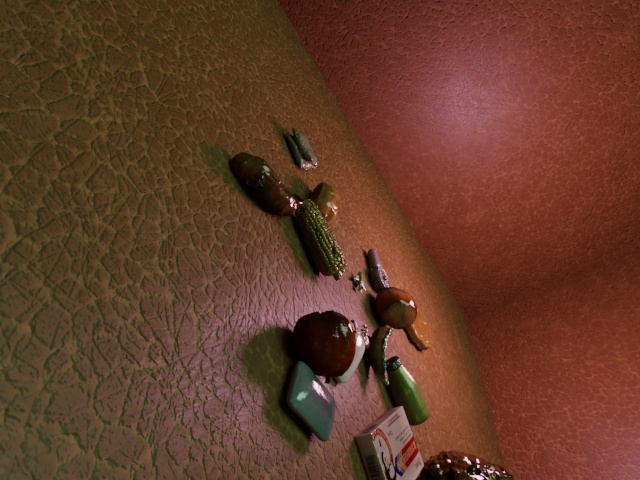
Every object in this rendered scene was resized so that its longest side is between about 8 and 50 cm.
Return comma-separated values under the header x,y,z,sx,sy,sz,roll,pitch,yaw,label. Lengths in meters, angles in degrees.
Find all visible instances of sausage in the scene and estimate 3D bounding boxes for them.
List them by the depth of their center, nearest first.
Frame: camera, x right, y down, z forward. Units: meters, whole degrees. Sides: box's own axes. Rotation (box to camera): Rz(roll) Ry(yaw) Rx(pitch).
x,y,z,sx,sy,sz,roll,pitch,yaw,label
0.020,-0.156,1.723,0.136,0.120,0.241,45,27,-14,sausage

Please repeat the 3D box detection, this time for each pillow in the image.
x,y,z,sx,sy,sz,roll,pitch,yaw,label
-0.082,-0.408,1.833,0.182,0.077,0.134,64,19,8,pillow

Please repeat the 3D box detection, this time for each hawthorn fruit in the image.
x,y,z,sx,sy,sz,roll,pitch,yaw,label
0.012,0.300,1.157,0.185,0.185,0.202,5,78,-65,hawthorn fruit

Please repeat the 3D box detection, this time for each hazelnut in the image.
x,y,z,sx,sy,sz,roll,pitch,yaw,label
0.348,0.303,1.881,0.214,0.176,0.214,41,28,-28,hazelnut

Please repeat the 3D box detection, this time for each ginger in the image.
x,y,z,sx,sy,sz,roll,pitch,yaw,label
-0.165,-0.170,1.353,0.309,0.107,0.133,45,5,-38,ginger

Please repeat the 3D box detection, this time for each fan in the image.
x,y,z,sx,sy,sz,roll,pitch,yaw,label
0.287,0.147,2.052,0.130,0.074,0.244,37,34,-48,fan

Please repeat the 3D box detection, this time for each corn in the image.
x,y,z,sx,sy,sz,roll,pitch,yaw,label
0.000,0.000,1.516,0.322,0.119,0.119,66,22,7,corn

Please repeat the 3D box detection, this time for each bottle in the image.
x,y,z,sx,sy,sz,roll,pitch,yaw,label
0.334,0.590,1.620,0.260,0.112,0.112,65,22,2,bottle

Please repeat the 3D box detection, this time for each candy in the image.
x,y,z,sx,sy,sz,roll,pitch,yaw,label
-0.021,0.417,1.066,0.174,0.071,0.138,56,23,-21,candy

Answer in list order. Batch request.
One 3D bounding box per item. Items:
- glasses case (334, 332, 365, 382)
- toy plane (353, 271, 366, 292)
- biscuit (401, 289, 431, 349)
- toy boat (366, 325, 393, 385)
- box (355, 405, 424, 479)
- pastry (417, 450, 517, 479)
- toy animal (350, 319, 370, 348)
x,y,z,sx,sy,sz,roll,pitch,yaw,label
0.095,0.385,1.350,0.076,0.049,0.197,62,38,-14,glasses case
0.170,0.181,1.797,0.102,0.040,0.111,50,25,-35,toy plane
0.520,0.449,2.269,0.351,0.057,0.312,47,28,-33,biscuit
0.230,0.430,1.582,0.099,0.108,0.293,32,27,-3,toy boat
0.239,0.702,1.353,0.353,0.069,0.214,12,55,-61,box
0.553,0.923,1.446,0.405,0.337,0.293,45,50,-36,pastry
0.136,0.359,1.519,0.241,0.056,0.099,38,40,-51,toy animal
